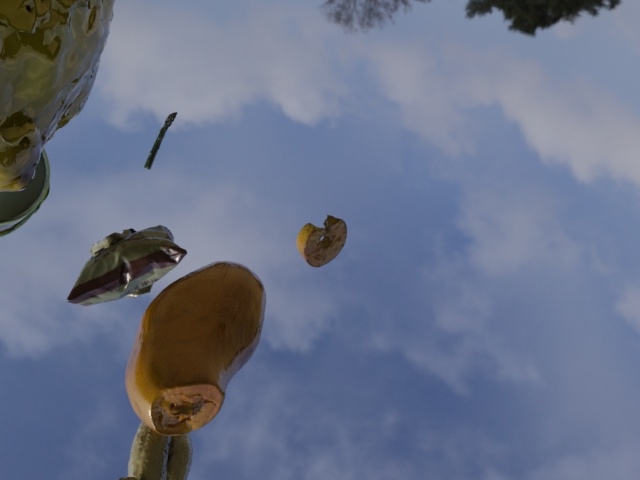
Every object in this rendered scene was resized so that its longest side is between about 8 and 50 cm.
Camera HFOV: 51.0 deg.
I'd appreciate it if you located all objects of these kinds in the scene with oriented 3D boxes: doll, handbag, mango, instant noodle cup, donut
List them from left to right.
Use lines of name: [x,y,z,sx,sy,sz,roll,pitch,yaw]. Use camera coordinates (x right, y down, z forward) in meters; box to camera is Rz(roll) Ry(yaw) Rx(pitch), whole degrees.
instant noodle cup: [-0.733,-0.146,1.463,0.311,0.311,0.221,-8,-174,-35]
handbag: [-0.361,0.042,1.241,0.213,0.127,0.235,-29,-162,-12]
doll: [-0.220,0.376,0.898,0.175,0.149,0.278,26,-124,-37]
mango: [-0.183,0.142,0.985,0.187,0.144,0.359,-3,-153,17]
donut: [0.000,0.000,1.267,0.108,0.097,0.043,-16,-142,-36]

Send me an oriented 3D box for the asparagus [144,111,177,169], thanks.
asparagus: [-0.277,-0.174,1.158,0.015,0.114,0.014,27,-165,-6]

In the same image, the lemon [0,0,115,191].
lemon: [-0.258,-0.157,0.355,0.322,0.268,0.268,49,-141,12]
